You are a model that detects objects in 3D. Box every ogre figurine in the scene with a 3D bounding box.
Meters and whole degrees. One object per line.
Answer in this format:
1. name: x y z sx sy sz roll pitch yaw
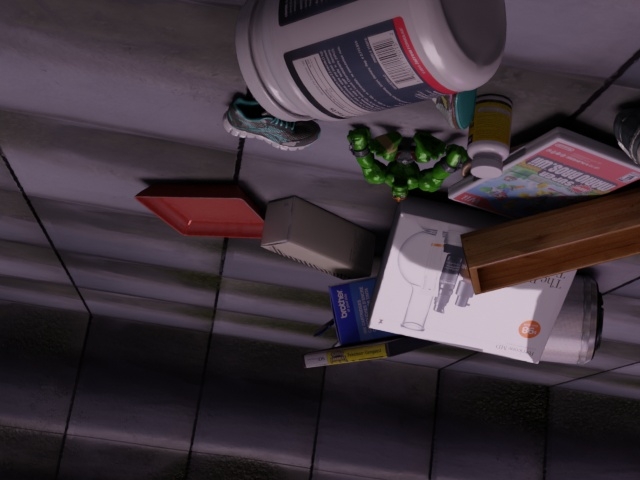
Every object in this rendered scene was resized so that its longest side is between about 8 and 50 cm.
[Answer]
1. ogre figurine: 0.148 -0.134 1.447 0.197 0.096 0.118 -7 145 -3

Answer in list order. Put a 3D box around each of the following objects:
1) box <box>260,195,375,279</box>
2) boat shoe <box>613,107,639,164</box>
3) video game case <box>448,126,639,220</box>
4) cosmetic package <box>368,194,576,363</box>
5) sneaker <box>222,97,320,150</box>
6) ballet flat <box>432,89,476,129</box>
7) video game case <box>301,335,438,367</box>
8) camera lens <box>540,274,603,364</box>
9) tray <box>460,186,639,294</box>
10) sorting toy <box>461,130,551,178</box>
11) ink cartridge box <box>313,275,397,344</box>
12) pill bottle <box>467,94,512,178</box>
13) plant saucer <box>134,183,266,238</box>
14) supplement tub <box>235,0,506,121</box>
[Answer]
1. box: 0.000 0.000 1.894 0.094 0.113 0.275 -10 154 44
2. boat shoe: 0.571 -0.135 1.300 0.319 0.116 0.099 13 -154 -38
3. video game case: 0.385 -0.102 1.434 0.204 0.025 0.285 15 157 -25
4. cosmetic package: 0.313 0.084 1.735 0.377 0.097 0.284 12 120 -2
5. sneaker: -0.080 -0.197 1.390 0.167 0.065 0.076 8 159 -6
6. ballet flat: 0.175 -0.235 1.159 0.079 0.077 0.221 22 162 18
7. video game case: 0.135 0.251 1.962 0.248 0.035 0.275 -14 174 38
8. camera lens: 0.548 0.188 2.064 0.274 0.219 0.219 4 162 12
9. tray: 0.469 -0.006 1.524 0.411 0.076 0.203 -16 160 8
10. sorting toy: 0.383 -0.128 1.456 0.193 0.038 0.208 20 154 -33
11. ink cartridge box: 0.175 0.152 1.988 0.396 0.151 0.270 -10 174 8
12. pill bottle: 0.258 -0.157 1.274 0.065 0.116 0.065 7 162 2
13. plant saucer: -0.246 -0.069 1.886 0.259 0.047 0.259 2 162 18
14. supplement tub: 0.056 -0.244 0.962 0.272 0.191 0.191 -7 158 39
